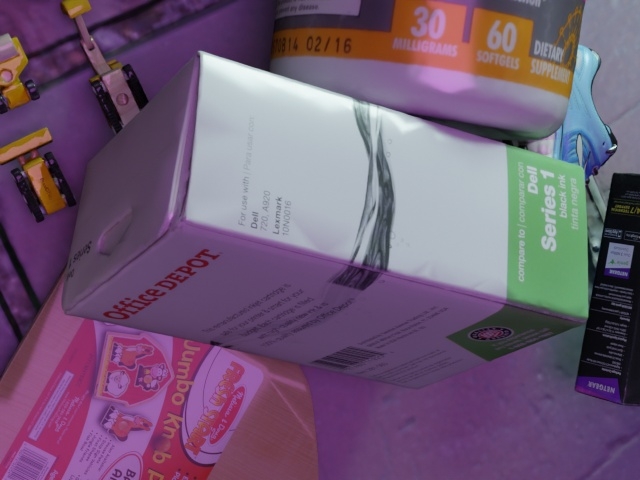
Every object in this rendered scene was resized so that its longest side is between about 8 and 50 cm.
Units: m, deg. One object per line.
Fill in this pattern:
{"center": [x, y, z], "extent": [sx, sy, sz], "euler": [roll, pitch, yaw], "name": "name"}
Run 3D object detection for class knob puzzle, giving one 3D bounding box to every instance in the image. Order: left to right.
{"center": [-0.088, 0.110, 0.783], "extent": [0.213, 0.030, 0.213], "euler": [-1, 93, -17], "name": "knob puzzle"}

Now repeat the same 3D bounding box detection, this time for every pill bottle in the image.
{"center": [0.068, -0.199, 0.739], "extent": [0.162, 0.162, 0.278], "euler": [7, 92, -17], "name": "pill bottle"}

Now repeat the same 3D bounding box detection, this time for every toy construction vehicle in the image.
{"center": [-0.141, -0.072, 0.755], "extent": [0.086, 0.035, 0.098], "euler": [-30, 109, -11], "name": "toy construction vehicle"}

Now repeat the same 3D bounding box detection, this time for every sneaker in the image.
{"center": [0.147, -0.041, 0.826], "extent": [0.073, 0.063, 0.162], "euler": [-5, 96, -20], "name": "sneaker"}

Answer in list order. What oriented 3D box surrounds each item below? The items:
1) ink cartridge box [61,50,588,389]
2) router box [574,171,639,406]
{"center": [0.000, 0.000, 0.711], "extent": [0.219, 0.160, 0.092], "euler": [15, 66, -25], "name": "ink cartridge box"}
{"center": [0.244, 0.038, 0.849], "extent": [0.179, 0.046, 0.133], "euler": [10, 91, -31], "name": "router box"}
